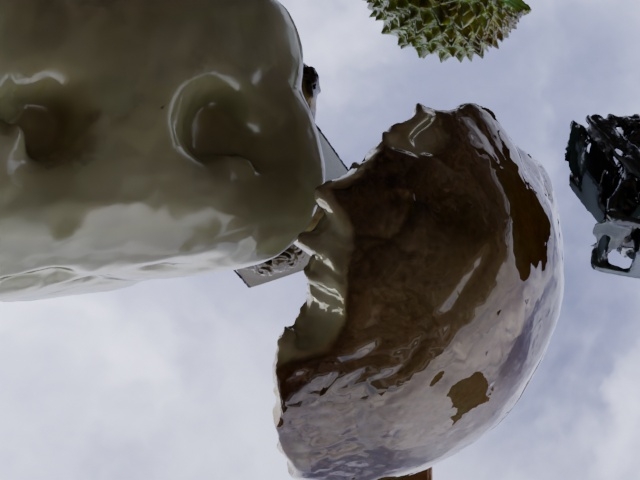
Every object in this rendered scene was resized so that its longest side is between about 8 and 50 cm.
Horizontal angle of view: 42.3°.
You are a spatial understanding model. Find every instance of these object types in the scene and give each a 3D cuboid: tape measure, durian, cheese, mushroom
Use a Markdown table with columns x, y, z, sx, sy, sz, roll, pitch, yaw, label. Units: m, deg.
| x | y | z | sx | sy | sz | roll | pitch | yaw | label |
| --- | --- | --- | --- | --- | --- | --- | --- | --- | --- |
| 0.157 | -0.020 | 0.348 | 0.094 | 0.054 | 0.091 | 1 | -138 | 4 | tape measure |
| 0.133 | -0.313 | 0.917 | 0.176 | 0.200 | 0.237 | -16 | -113 | 34 | durian |
| -0.168 | -0.047 | 0.451 | 0.251 | 0.247 | 0.174 | -13 | -88 | -40 | cheese |
| 0.027 | 0.021 | 0.535 | 0.233 | 0.208 | 0.301 | -53 | -159 | -3 | mushroom |

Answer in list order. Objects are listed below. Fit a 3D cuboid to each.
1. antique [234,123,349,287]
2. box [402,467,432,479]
| x | y | z | sx | sy | sz | roll | pitch | yaw | label |
| --- | --- | --- | --- | --- | --- | --- | --- | --- | --- |
| -0.057 | -0.042 | 0.995 | 0.151 | 0.147 | 0.148 | -20 | -150 | 34 | antique |
| 0.059 | 0.214 | 0.701 | 0.070 | 0.152 | 0.237 | 0 | -79 | 1 | box |
